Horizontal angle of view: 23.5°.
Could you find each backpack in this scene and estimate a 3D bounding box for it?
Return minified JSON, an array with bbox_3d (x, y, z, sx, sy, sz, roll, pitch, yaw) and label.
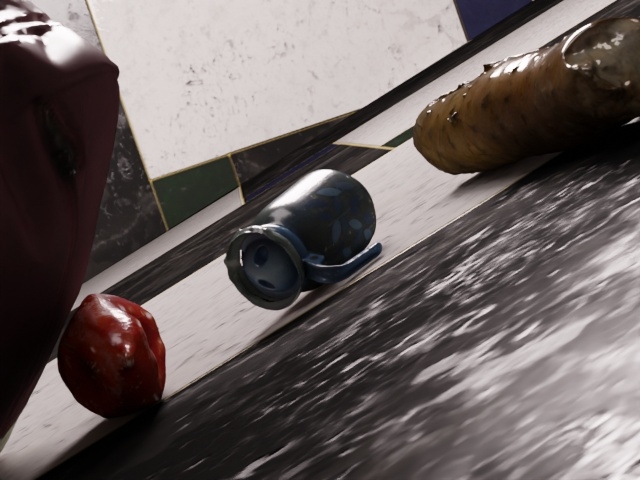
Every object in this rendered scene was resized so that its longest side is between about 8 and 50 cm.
[{"bbox_3d":[-0.224,0.018,0.741,0.317,0.197,0.283,-57,1,30],"label":"backpack"}]

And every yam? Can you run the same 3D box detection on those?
[{"bbox_3d":[0.097,-0.065,0.723,0.057,0.057,0.241,-33,5,-12],"label":"yam"}]

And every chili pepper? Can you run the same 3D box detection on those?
[{"bbox_3d":[-0.098,0.053,0.729,0.050,0.059,0.191,-18,-1,-14],"label":"chili pepper"}]

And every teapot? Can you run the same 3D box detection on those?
[{"bbox_3d":[-0.002,0.003,0.761,0.083,0.063,0.049,-42,-20,-49],"label":"teapot"}]
